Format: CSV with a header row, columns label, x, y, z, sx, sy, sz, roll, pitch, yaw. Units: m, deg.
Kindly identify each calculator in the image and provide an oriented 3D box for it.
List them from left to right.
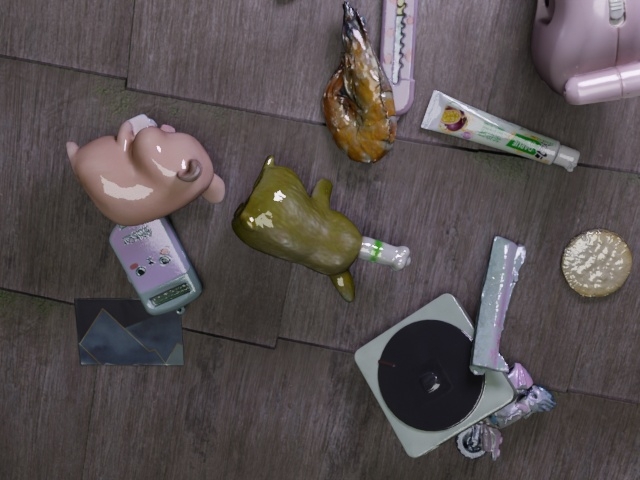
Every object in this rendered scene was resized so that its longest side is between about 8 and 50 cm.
label,x,y,z,sx,sy,sz,roll,pitch,yaw
calculator,-0.352,0.051,1.672,0.141,0.045,0.246,-23,101,10

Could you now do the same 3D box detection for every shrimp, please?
label,x,y,z,sx,sy,sz,roll,pitch,yaw
shrimp,0.063,-0.305,1.533,0.164,0.062,0.316,-5,103,31

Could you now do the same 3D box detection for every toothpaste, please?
label,x,y,z,sx,sy,sz,roll,pitch,yaw
toothpaste,0.363,-0.214,1.556,0.315,0.056,0.058,19,65,2

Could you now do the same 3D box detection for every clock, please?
label,x,y,z,sx,sy,sz,roll,pitch,yaw
clock,0.465,-0.427,1.351,0.184,0.342,0.325,-7,112,0

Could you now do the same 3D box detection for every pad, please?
label,x,y,z,sx,sy,sz,roll,pitch,yaw
pad,-0.429,0.206,1.741,0.243,0.004,0.163,-1,105,4

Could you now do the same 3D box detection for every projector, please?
label,x,y,z,sx,sy,sz,roll,pitch,yaw
projector,0.239,0.283,1.633,0.257,0.079,0.259,-35,70,13

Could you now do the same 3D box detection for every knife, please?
label,x,y,z,sx,sy,sz,roll,pitch,yaw
knife,0.156,-0.432,1.516,0.132,0.038,0.398,4,105,6

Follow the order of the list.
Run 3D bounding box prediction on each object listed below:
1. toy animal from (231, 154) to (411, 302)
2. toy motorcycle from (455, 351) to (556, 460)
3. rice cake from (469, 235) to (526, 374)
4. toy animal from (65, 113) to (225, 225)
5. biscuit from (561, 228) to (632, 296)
label,x,y,z,sx,sy,sz,roll,pitch,yaw
toy animal,-0.009,-0.013,1.583,0.363,0.180,0.181,26,113,-26
toy motorcycle,0.404,0.360,1.667,0.204,0.108,0.239,10,105,1
rice cake,0.360,0.132,1.575,0.081,0.051,0.290,7,71,18
toy animal,-0.349,-0.143,1.562,0.256,0.195,0.212,-23,77,8
biscuit,0.577,0.048,1.620,0.152,0.020,0.152,1,105,4
